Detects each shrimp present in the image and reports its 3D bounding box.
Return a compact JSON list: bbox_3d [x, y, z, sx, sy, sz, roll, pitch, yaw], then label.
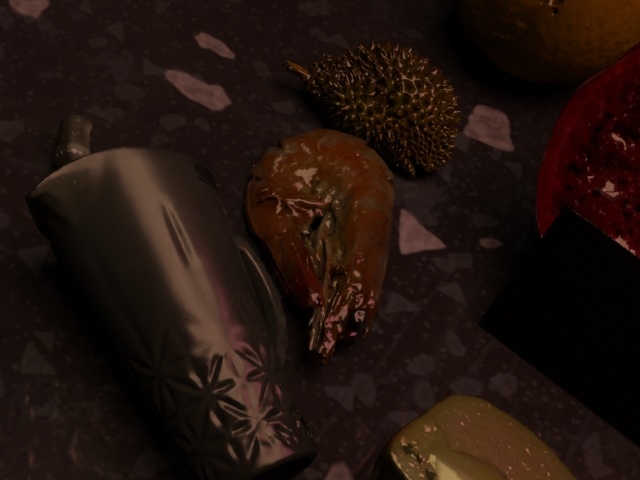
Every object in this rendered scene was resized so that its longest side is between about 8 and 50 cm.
[{"bbox_3d":[0.000,0.001,1.270,0.154,0.062,0.294,5,48,-6],"label":"shrimp"}]

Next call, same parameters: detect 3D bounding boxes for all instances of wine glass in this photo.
[{"bbox_3d":[-0.236,-0.083,1.245,0.039,0.042,0.083,35,39,-35],"label":"wine glass"}]

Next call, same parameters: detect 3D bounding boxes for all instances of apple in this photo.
[{"bbox_3d":[0.157,0.262,1.095,0.193,0.120,0.265,-18,64,-46],"label":"apple"}]

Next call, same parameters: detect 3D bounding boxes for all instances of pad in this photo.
[{"bbox_3d":[0.291,0.098,1.244,0.245,0.170,0.006,36,33,8],"label":"pad"}]

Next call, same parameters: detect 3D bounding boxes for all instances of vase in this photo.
[{"bbox_3d":[-0.106,0.076,1.122,0.251,0.156,0.300,0,56,-54],"label":"vase"}]

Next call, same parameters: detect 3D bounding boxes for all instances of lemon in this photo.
[{"bbox_3d":[0.286,-0.297,1.508,0.254,0.228,0.228,-4,56,-26],"label":"lemon"}]

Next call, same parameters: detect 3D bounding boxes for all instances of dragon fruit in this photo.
[{"bbox_3d":[0.413,-0.029,1.301,0.249,0.371,0.386,-13,92,-66],"label":"dragon fruit"}]

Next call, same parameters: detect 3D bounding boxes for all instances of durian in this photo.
[{"bbox_3d":[0.061,-0.167,1.396,0.208,0.102,0.146,19,53,-2],"label":"durian"}]
